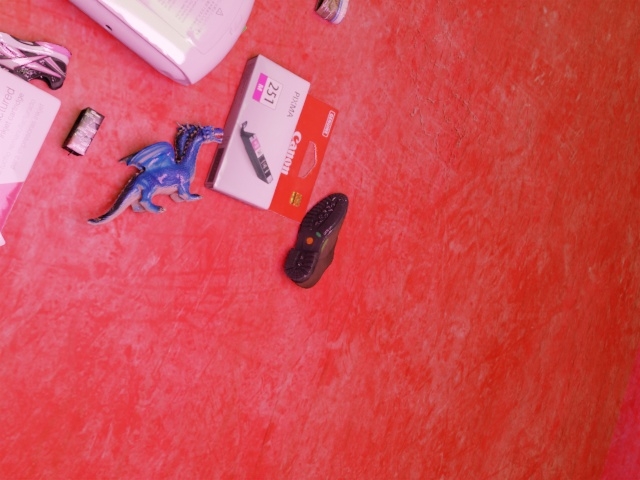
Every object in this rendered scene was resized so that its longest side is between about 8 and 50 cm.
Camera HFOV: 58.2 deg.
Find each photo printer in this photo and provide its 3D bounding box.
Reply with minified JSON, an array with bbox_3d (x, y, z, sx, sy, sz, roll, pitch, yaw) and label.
[{"bbox_3d":[-0.261,-0.432,0.946,0.307,0.107,0.256,36,77,-31],"label":"photo printer"}]

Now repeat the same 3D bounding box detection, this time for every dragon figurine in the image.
[{"bbox_3d":[-0.297,-0.124,1.016,0.289,0.085,0.144,-24,106,-33],"label":"dragon figurine"}]

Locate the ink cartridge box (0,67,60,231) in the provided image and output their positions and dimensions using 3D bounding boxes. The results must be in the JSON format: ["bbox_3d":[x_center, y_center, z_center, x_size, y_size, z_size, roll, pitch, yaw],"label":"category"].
[{"bbox_3d":[-0.595,-0.156,0.742,0.384,0.160,0.280,28,82,-42],"label":"ink cartridge box"}]

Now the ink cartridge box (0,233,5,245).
[{"bbox_3d":[-0.473,0.000,0.763,0.083,0.028,0.048,-30,121,-32],"label":"ink cartridge box"}]

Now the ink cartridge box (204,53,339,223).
[{"bbox_3d":[-0.080,-0.193,1.167,0.238,0.060,0.275,21,85,-32],"label":"ink cartridge box"}]

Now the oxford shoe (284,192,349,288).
[{"bbox_3d":[0.000,0.000,1.242,0.227,0.082,0.096,-61,148,-16],"label":"oxford shoe"}]

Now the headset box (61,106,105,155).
[{"bbox_3d":[-0.399,-0.177,0.959,0.032,0.062,0.083,31,80,-31],"label":"headset box"}]

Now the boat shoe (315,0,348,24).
[{"bbox_3d":[0.031,-0.550,1.189,0.066,0.066,0.184,8,92,-32],"label":"boat shoe"}]

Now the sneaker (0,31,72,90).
[{"bbox_3d":[-0.481,-0.276,0.890,0.178,0.072,0.077,2,96,-32],"label":"sneaker"}]

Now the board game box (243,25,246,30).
[{"bbox_3d":[-0.246,-0.426,1.043,0.136,0.035,0.201,-51,119,-18],"label":"board game box"}]
